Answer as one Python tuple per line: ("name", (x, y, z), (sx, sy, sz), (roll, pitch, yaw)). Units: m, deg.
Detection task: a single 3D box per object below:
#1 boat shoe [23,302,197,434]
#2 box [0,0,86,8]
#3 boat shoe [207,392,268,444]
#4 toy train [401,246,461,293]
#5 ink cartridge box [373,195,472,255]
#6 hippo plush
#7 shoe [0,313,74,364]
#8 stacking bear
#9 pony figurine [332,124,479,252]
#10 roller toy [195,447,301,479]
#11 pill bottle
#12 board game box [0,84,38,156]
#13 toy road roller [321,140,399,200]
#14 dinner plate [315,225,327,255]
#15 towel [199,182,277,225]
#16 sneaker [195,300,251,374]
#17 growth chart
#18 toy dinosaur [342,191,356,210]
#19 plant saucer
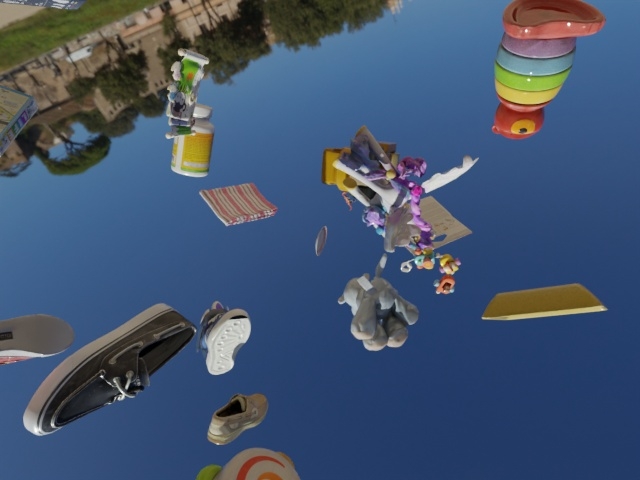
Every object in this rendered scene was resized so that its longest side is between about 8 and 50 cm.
("boat shoe", (-0.344, 0.226, 0.764), (0.102, 0.108, 0.301), (24, -145, 21))
("box", (-0.461, -0.506, 0.673), (0.142, 0.247, 0.163), (-13, -156, -32))
("boat shoe", (-0.269, 0.580, 1.501), (0.109, 0.098, 0.302), (10, -173, 24))
("toy train", (0.307, 0.088, 1.177), (0.125, 0.166, 0.046), (-59, -167, 30))
("ink cartridge box", (0.409, -0.046, 1.768), (0.296, 0.066, 0.261), (-20, -130, -22))
("hippo plush", (0.148, 0.221, 1.470), (0.234, 0.294, 0.236), (-42, -160, -20))
("shoe", (-0.461, 0.150, 0.632), (0.081, 0.178, 0.063), (-25, -107, 24))
("stacking bear", (0.452, -0.350, 0.949), (0.175, 0.289, 0.164), (0, -133, 7))
("pony figurine", (0.204, -0.124, 1.154), (0.303, 0.363, 0.351), (-44, 174, -8))
("roller toy", (-0.129, 0.522, 0.862), (0.146, 0.209, 0.191), (-51, -139, 25))
("pill bottle", (-0.459, -0.367, 1.594), (0.136, 0.245, 0.136), (12, -160, -5))
("board game box", (-0.512, -0.190, 0.627), (0.154, 0.026, 0.103), (19, -122, -8))
("toy road roller", (0.150, -0.284, 1.702), (0.240, 0.202, 0.329), (13, -162, 25))
("dinner plate", (0.000, 0.000, 2.037), (0.017, 0.141, 0.141), (13, -135, 13))
("towel", (-0.237, -0.113, 1.284), (0.144, 0.029, 0.197), (45, -143, 23))
("sneaker", (-0.339, 0.273, 1.485), (0.130, 0.323, 0.236), (1, -137, -28))
("growth chart", (-0.350, -0.375, 1.139), (0.021, 0.237, 0.172), (23, -154, 4))
("toy dinosaur", (0.132, -0.199, 2.083), (0.047, 0.082, 0.090), (-12, -111, 39))
("plant saucer", (0.725, 0.202, 1.423), (0.333, 0.333, 0.081), (-14, -106, 33))
